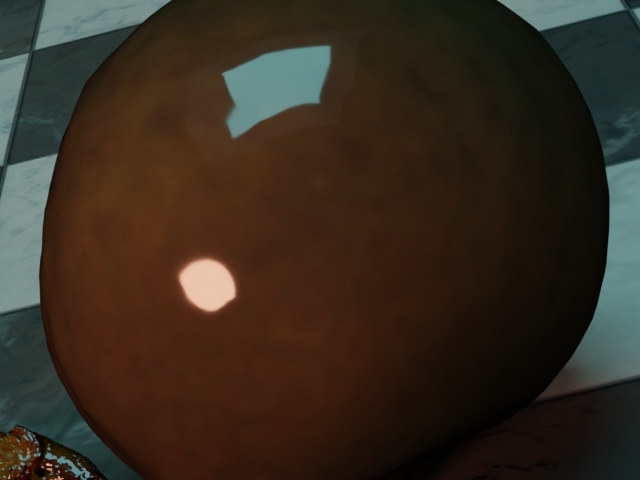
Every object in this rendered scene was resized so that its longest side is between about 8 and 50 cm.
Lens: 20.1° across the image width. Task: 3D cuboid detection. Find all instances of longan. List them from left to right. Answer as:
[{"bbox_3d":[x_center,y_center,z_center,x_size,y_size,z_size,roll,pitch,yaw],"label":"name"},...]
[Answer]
[{"bbox_3d":[-0.004,-0.002,0.891,0.297,0.297,0.297,-12,27,6],"label":"longan"}]

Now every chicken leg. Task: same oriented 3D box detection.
[{"bbox_3d":[-0.162,0.131,0.974,0.145,0.037,0.062,-10,49,12],"label":"chicken leg"}]
